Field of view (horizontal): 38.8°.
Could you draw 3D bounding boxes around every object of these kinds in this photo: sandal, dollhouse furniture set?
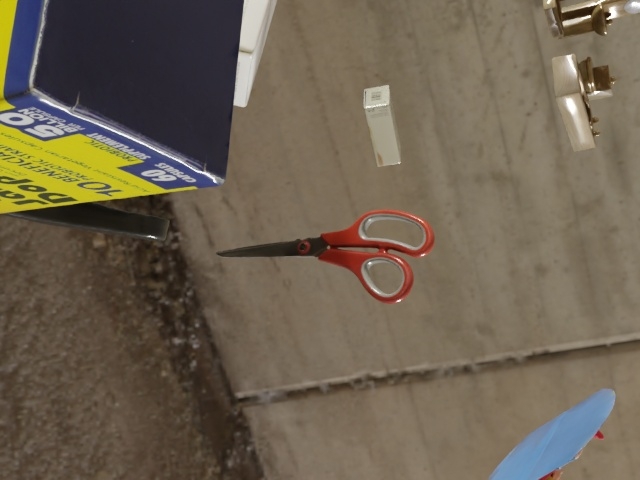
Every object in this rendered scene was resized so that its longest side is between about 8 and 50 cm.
[{"bbox_3d":[-0.482,-0.085,1.577,0.167,0.446,0.107,178,-78,-70],"label":"sandal"},{"bbox_3d":[0.314,-0.204,0.971,0.144,0.123,0.151,46,40,-55],"label":"dollhouse furniture set"}]

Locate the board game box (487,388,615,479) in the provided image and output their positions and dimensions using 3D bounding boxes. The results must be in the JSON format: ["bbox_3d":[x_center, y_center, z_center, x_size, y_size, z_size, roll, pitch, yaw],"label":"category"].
[{"bbox_3d":[0.223,0.207,0.861,0.033,0.169,0.133,49,37,4],"label":"board game box"}]

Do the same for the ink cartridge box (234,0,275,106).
[{"bbox_3d":[-0.192,-0.296,1.032,0.117,0.283,0.207,112,-8,-65],"label":"ink cartridge box"}]

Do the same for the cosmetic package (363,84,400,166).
[{"bbox_3d":[0.098,-0.181,1.442,0.060,0.041,0.115,-86,165,-50],"label":"cosmetic package"}]

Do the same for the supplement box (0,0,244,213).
[{"bbox_3d":[-0.262,-0.143,0.729,0.194,0.357,0.195,24,66,-54],"label":"supplement box"}]

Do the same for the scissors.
[{"bbox_3d":[0.000,0.000,1.109,0.021,0.297,0.109,19,85,-56],"label":"scissors"}]
